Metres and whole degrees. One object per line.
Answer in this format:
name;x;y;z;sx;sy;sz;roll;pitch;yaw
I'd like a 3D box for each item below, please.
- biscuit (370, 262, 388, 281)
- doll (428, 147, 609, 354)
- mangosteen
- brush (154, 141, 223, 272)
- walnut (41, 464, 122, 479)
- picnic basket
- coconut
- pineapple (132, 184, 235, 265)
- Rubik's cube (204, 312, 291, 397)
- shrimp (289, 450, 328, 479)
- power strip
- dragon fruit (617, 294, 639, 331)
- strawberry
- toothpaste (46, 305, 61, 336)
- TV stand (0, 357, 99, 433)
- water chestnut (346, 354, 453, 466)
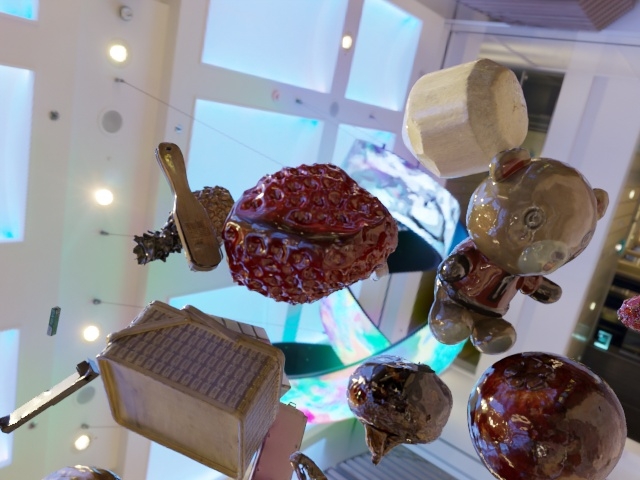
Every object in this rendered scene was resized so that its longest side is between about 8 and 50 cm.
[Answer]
biscuit;0.117;-0.012;1.549;0.057;0.288;0.344;-31;-14;-3
doll;0.295;0.022;0.821;0.234;0.174;0.330;21;-65;-18
mangosteen;0.333;0.294;0.761;0.215;0.215;0.258;-35;-67;-39
brush;-0.283;-0.067;1.068;0.069;0.328;0.065;-8;-30;-32
walnut;-0.385;0.449;0.789;0.213;0.213;0.214;-30;-50;-43
picnic basket;-0.241;0.272;0.987;0.175;0.312;0.228;-56;-21;-49
coconut;0.299;-0.257;1.122;0.237;0.265;0.238;4;-95;-50
pineapple;-0.408;-0.034;1.572;0.362;0.201;0.202;-31;-49;-41
Rubik's cube;-0.290;0.413;1.569;0.258;0.253;0.256;26;-69;-45
shrimp;-0.010;0.555;1.178;0.034;0.178;0.124;-42;-27;2
power strip;-0.115;0.570;1.386;0.037;0.109;0.279;-53;14;48
dragon fruit;0.776;0.153;1.155;0.094;0.190;0.094;-17;-90;-75
strawberry;0.000;0.000;1.011;0.317;0.345;0.296;-10;-70;-40
toothpaste;-0.735;0.223;1.418;0.020;0.017;0.083;-35;-36;-73
TV stand;-0.697;0.397;1.321;0.256;0.049;0.040;-33;-25;-11
water chestnut;0.230;0.535;1.627;0.335;0.335;0.347;37;-108;-55
